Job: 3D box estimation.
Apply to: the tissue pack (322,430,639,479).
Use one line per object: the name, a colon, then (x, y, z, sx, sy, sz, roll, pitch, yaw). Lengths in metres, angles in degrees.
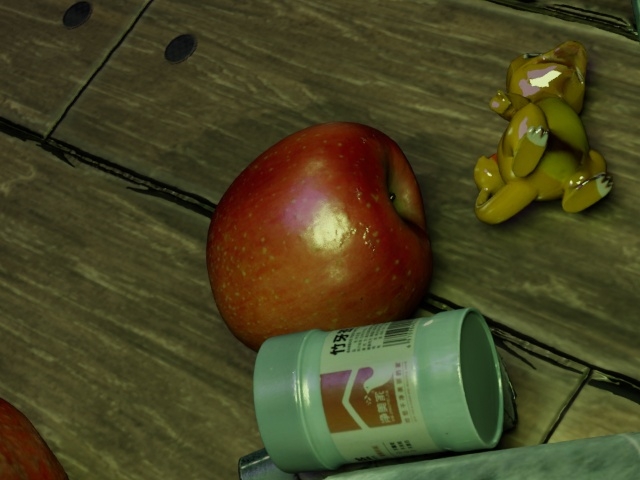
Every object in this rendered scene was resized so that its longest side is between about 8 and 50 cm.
tissue pack: (0.157, 0.251, 1.161, 0.361, 0.122, 0.259, -13, 49, 26)

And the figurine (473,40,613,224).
figurine: (0.167, -0.082, 1.440, 0.122, 0.121, 0.176, -43, 23, 36)

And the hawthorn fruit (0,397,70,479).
hawthorn fruit: (-0.310, 0.212, 1.437, 0.215, 0.215, 0.249, -43, 38, -4)

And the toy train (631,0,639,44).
toy train: (0.298, -0.073, 1.338, 0.086, 0.089, 0.409, -16, 49, 15)

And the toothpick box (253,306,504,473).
toothpick box: (0.041, 0.106, 1.264, 0.153, 0.101, 0.101, -11, 52, 22)

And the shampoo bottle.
shampoo bottle: (0.041, 0.146, 1.348, 0.214, 0.072, 0.072, -23, 47, 16)

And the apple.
apple: (0.000, 0.000, 1.411, 0.168, 0.181, 0.181, -16, 49, 22)
